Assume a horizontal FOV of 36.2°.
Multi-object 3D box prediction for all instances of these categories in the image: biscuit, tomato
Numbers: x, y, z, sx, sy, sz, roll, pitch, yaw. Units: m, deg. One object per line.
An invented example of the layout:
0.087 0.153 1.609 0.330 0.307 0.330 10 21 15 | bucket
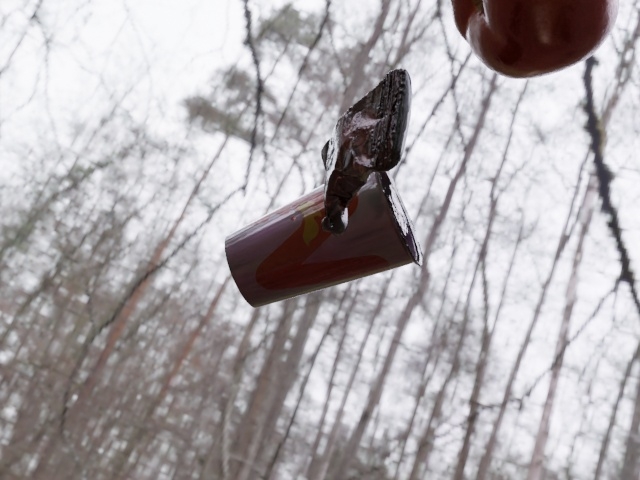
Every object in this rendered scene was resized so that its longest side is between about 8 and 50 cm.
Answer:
0.049 -0.115 1.319 0.063 0.151 0.235 16 -29 -15 | biscuit
0.336 -0.386 1.512 0.226 0.299 0.298 -11 -23 -15 | tomato

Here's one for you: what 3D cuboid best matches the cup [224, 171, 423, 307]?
0.000 0.000 1.603 0.288 0.203 0.203 -22 -41 12 | cup
